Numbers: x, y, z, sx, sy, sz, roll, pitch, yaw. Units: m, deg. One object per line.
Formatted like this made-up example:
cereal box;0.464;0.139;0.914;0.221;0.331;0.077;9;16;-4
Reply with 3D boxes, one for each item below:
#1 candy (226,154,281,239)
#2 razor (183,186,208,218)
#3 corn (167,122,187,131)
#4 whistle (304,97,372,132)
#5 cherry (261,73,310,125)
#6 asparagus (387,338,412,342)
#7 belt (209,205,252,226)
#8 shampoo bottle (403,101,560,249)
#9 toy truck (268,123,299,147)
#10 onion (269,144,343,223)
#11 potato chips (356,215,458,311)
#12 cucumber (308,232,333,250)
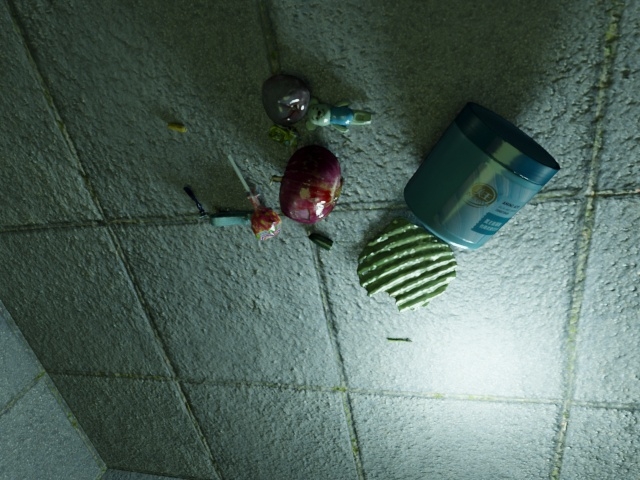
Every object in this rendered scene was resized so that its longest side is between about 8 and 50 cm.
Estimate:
candy;-0.278;-0.174;1.691;0.124;0.124;0.365;-22;104;25
razor;-0.535;-0.165;1.804;0.044;0.028;0.154;-22;112;17
corn;-0.556;-0.442;1.653;0.084;0.028;0.027;16;106;11
whistle;0.059;-0.431;1.462;0.236;0.077;0.113;7;96;9
cherry;-0.122;-0.479;1.447;0.176;0.140;0.175;7;101;42
asparagus;0.360;0.454;1.920;0.115;0.015;0.014;-2;116;18
belt;-0.371;-0.100;1.780;0.180;0.100;0.065;-2;119;-1
shampoo bottle;0.484;-0.195;1.330;0.331;0.331;0.342;32;124;-4
toy truck;-0.134;-0.378;1.542;0.111;0.077;0.076;27;123;-1
onion;-0.040;-0.213;1.520;0.273;0.256;0.230;-1;137;-9
potato chips;0.351;0.108;1.678;0.374;0.097;0.389;32;123;-6
cucumber;0.000;0.000;1.742;0.105;0.048;0.048;28;122;1
